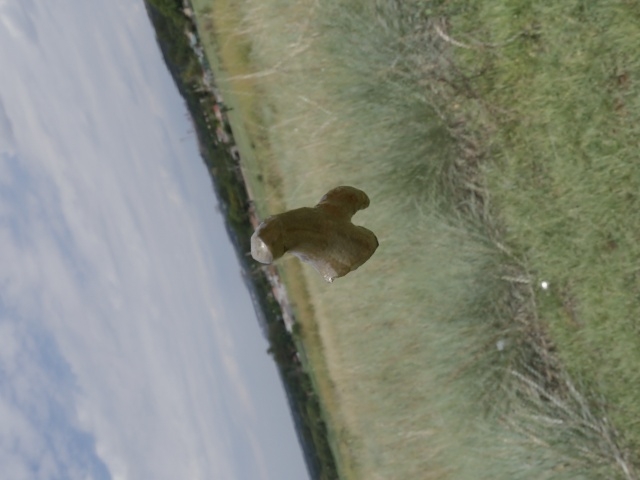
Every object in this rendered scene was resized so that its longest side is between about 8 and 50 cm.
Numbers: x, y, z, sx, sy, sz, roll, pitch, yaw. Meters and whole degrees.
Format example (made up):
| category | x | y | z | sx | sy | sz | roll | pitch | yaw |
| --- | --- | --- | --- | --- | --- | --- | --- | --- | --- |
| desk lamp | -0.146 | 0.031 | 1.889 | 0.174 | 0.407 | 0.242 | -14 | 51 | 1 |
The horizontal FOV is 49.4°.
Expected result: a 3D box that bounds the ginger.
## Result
| category | x | y | z | sx | sy | sz | roll | pitch | yaw |
| --- | --- | --- | --- | --- | --- | --- | --- | --- | --- |
| ginger | 0.001 | 0.001 | 0.386 | 0.030 | 0.097 | 0.048 | -40 | 82 | 42 |
